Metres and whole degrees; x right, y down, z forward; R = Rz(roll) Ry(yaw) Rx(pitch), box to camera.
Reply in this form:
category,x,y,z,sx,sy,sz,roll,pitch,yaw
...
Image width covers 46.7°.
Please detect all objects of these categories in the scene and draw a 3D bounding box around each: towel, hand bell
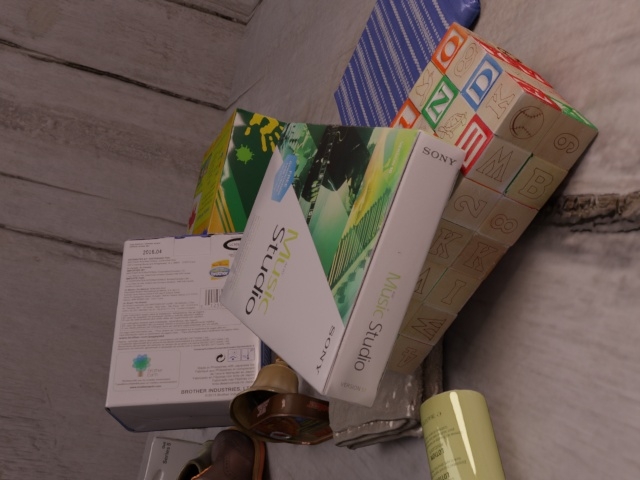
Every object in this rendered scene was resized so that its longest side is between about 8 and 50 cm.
category,x,y,z,sx,sy,sz,roll,pitch,yaw
towel,0.080,0.093,0.858,0.187,0.049,0.282,-35,42,55
towel,0.113,-0.261,1.059,0.336,0.040,0.243,118,150,-43
hand bell,-0.063,0.195,1.220,0.242,0.126,0.126,-78,12,-51

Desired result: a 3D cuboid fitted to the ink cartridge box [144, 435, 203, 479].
category,x,y,z,sx,sy,sz,roll,pitch,yaw
ink cartridge box,-0.331,0.550,1.670,0.273,0.114,0.199,115,165,-73

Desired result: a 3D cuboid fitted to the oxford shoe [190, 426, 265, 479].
category,x,y,z,sx,sy,sz,roll,pitch,yaw
oxford shoe,-0.170,0.419,1.292,0.363,0.132,0.130,-145,69,-73

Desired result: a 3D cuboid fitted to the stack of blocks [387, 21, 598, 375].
category,x,y,z,sx,sy,sz,roll,pitch,yaw
stack of blocks,0.109,-0.038,0.724,0.297,0.087,0.171,-58,27,25

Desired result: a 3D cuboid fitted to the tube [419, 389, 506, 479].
category,x,y,z,sx,sy,sz,roll,pitch,yaw
tube,0.128,0.239,0.588,0.070,0.062,0.240,68,-168,-52

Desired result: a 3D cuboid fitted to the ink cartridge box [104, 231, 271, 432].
category,x,y,z,sx,sy,sz,roll,pitch,yaw
ink cartridge box,-0.228,0.137,1.375,0.151,0.269,0.396,85,-178,-60

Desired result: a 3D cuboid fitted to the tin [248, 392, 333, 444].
category,x,y,z,sx,sy,sz,roll,pitch,yaw
tin,-0.033,0.250,1.030,0.190,0.106,0.040,135,153,-59

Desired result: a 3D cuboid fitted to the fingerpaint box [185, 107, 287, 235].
category,x,y,z,sx,sy,sz,roll,pitch,yaw
fingerpaint box,-0.208,-0.062,1.764,0.445,0.163,0.371,156,127,-70

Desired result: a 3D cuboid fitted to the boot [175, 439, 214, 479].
category,x,y,z,sx,sy,sz,roll,pitch,yaw
boot,-0.242,0.515,1.450,0.165,0.077,0.213,7,-89,-84

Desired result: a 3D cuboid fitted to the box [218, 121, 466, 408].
category,x,y,z,sx,sy,sz,roll,pitch,yaw
box,0.000,0.000,0.743,0.322,0.058,0.232,22,92,64
